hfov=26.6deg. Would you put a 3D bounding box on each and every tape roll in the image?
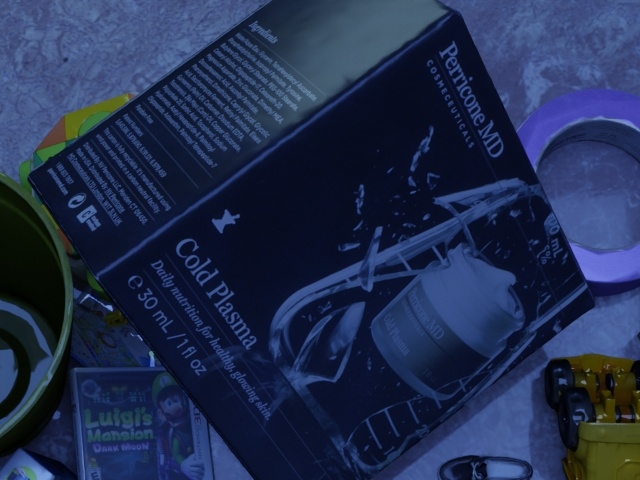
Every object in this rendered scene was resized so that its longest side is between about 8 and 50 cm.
[{"bbox_3d":[0.381,-0.066,1.861,0.274,0.090,0.275,0,75,0],"label":"tape roll"}]

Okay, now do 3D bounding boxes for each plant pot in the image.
[{"bbox_3d":[-0.452,0.127,1.633,0.366,0.353,0.367,0,71,0],"label":"plant pot"}]

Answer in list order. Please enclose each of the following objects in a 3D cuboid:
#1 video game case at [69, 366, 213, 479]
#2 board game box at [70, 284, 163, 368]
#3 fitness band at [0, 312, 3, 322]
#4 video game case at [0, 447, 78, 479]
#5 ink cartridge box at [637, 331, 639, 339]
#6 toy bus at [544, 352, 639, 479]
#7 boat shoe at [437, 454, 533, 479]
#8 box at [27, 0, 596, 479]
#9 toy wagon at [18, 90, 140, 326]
[{"bbox_3d":[-0.232,0.251,1.768,0.190,0.022,0.173,3,72,-35],"label":"video game case"},{"bbox_3d":[-0.282,0.139,1.848,0.154,0.026,0.103,37,79,10],"label":"board game box"},{"bbox_3d":[-0.557,0.171,1.831,0.290,0.054,0.209,-22,76,-6],"label":"fitness band"},{"bbox_3d":[-0.401,0.377,1.662,0.061,0.269,0.244,38,80,8],"label":"video game case"},{"bbox_3d":[0.535,0.087,1.807,0.209,0.109,0.062,-31,78,-7],"label":"ink cartridge box"},{"bbox_3d":[0.372,0.270,1.743,0.149,0.220,0.211,-1,108,-4],"label":"toy bus"},{"bbox_3d":[0.219,0.307,1.791,0.125,0.038,0.046,3,75,1],"label":"boat shoe"},{"bbox_3d":[0.000,0.000,1.613,0.471,0.480,0.297,-38,37,-7],"label":"box"},{"bbox_3d":[-0.274,-0.047,1.810,0.267,0.068,0.344,-18,53,10],"label":"toy wagon"}]
